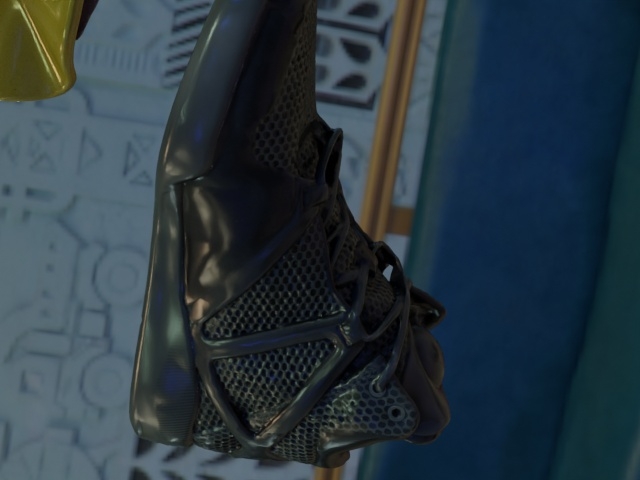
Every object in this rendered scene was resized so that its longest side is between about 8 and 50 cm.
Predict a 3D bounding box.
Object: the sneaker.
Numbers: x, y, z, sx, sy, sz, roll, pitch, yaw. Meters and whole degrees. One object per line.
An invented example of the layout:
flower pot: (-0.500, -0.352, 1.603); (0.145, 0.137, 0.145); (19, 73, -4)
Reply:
sneaker: (0.000, 0.000, 0.476); (0.087, 0.130, 0.228); (-67, -11, -58)

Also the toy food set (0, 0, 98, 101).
toy food set: (-0.135, -0.180, 0.641); (0.128, 0.071, 0.218); (30, 113, 34)
